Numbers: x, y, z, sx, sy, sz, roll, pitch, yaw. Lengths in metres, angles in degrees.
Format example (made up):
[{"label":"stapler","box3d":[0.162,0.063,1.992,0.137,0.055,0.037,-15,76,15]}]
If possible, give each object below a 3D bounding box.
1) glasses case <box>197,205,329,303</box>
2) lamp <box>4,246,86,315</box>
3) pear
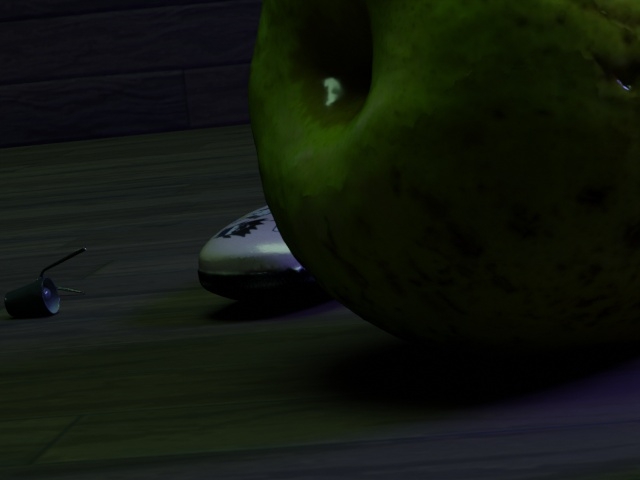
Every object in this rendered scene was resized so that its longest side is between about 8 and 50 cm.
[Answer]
[{"label":"glasses case","box3d":[0.000,0.000,1.653,0.122,0.075,0.314,0,9,23]},{"label":"lamp","box3d":[-0.243,0.043,1.707,0.054,0.041,0.121,-13,9,16]},{"label":"pear","box3d":[0.151,-0.105,1.259,0.391,0.391,0.391,-6,7,1]}]
